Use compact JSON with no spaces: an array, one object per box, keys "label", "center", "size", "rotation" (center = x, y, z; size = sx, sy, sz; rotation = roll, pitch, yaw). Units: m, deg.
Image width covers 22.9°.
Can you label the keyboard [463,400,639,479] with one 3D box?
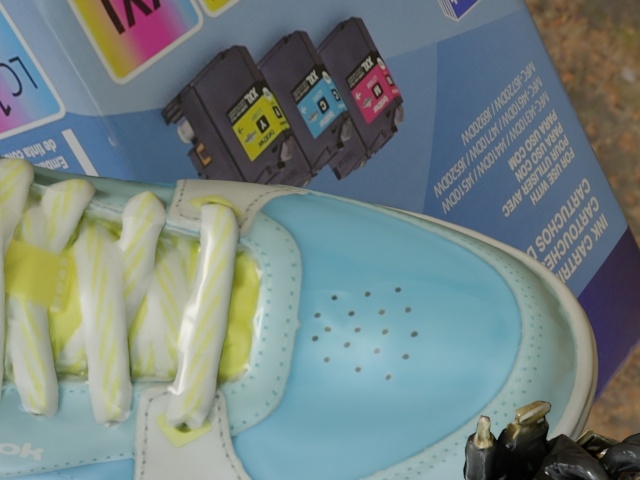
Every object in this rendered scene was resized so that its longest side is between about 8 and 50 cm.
[{"label":"keyboard","center":[0.101,0.109,0.407],"size":[0.201,0.033,0.317],"rotation":[8,138,-17]}]

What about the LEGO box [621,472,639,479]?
[{"label":"LEGO box","center":[0.258,0.331,0.718],"size":[0.372,0.500,0.193],"rotation":[-6,127,28]}]

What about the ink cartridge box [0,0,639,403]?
[{"label":"ink cartridge box","center":[0.000,0.000,0.736],"size":[0.151,0.270,0.395],"rotation":[-7,118,44]}]

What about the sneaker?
[{"label":"sneaker","center":[-0.090,0.017,0.430],"size":[0.319,0.127,0.208],"rotation":[0,161,13]}]
